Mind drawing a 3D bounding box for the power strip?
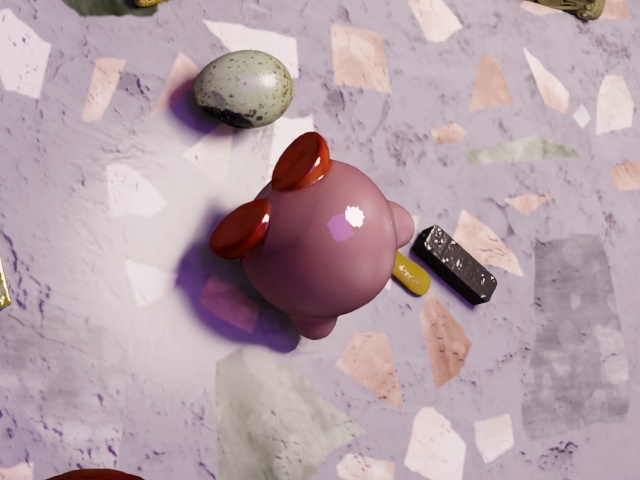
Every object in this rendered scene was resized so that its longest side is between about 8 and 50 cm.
[{"bbox_3d":[0.157,0.029,1.450,0.111,0.029,0.038,42,58,-16],"label":"power strip"}]

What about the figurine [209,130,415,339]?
[{"bbox_3d":[0.000,0.000,1.284,0.173,0.173,0.173,10,70,-28],"label":"figurine"}]

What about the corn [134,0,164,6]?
[{"bbox_3d":[-0.167,-0.276,1.353,0.083,0.027,0.028,-26,73,-32],"label":"corn"}]

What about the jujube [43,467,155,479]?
[{"bbox_3d":[-0.209,0.369,0.977,0.276,0.276,0.377,33,61,-18],"label":"jujube"}]

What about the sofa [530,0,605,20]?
[{"bbox_3d":[0.314,-0.423,1.596,0.258,0.182,0.200,9,71,-29],"label":"sofa"}]

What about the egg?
[{"bbox_3d":[-0.082,-0.162,1.333,0.110,0.085,0.085,-9,80,-30],"label":"egg"}]

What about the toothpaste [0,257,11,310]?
[{"bbox_3d":[-0.368,-0.076,1.147,0.089,0.071,0.313,-8,79,-37],"label":"toothpaste"}]

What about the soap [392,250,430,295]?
[{"bbox_3d":[0.091,0.030,1.420,0.089,0.012,0.034,37,59,-16],"label":"soap"}]
